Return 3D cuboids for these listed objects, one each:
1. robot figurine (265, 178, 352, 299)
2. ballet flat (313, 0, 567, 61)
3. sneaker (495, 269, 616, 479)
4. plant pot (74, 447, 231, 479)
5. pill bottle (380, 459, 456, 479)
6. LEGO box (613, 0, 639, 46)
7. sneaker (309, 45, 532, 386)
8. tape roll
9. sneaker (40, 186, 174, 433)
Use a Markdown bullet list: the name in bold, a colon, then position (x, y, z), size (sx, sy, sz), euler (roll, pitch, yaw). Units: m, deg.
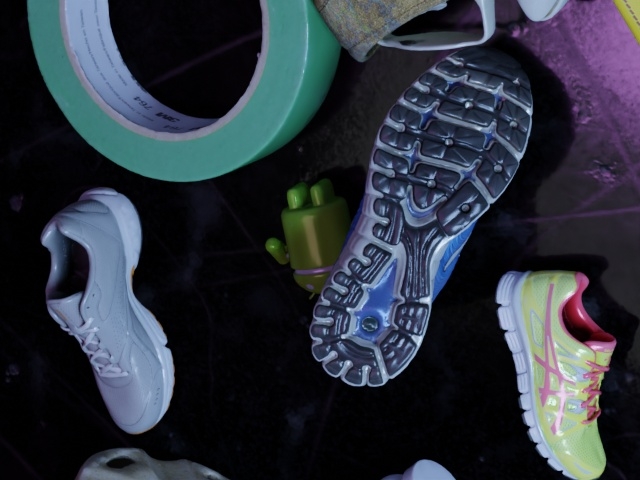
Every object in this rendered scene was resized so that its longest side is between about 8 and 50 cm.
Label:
- **robot figurine**: position (0.000, 0.000, 1.802), size (0.101, 0.067, 0.115), euler (-8, 101, 18)
- **ballet flat**: position (0.151, -0.235, 1.628), size (0.348, 0.123, 0.123), euler (-14, 97, 34)
- **sneaker**: position (0.232, 0.122, 1.705), size (0.094, 0.081, 0.208), euler (-15, 96, 29)
- **plant pot**: position (-0.193, 0.395, 1.900), size (0.334, 0.334, 0.305), euler (27, 105, 19)
- **pill bottle**: position (0.067, 0.289, 1.838), size (0.087, 0.087, 0.160), euler (49, 121, 8)
- **LEGO box**: position (0.291, -0.346, 1.367), size (0.193, 0.372, 0.500), euler (-31, 88, 32)
- **sneaker**: position (0.086, -0.030, 1.710), size (0.130, 0.147, 0.330), euler (28, 96, -2)
- **tape roll**: position (-0.136, -0.220, 1.808), size (0.321, 0.077, 0.321), euler (8, 108, 26)
- **sneaker**: position (-0.236, 0.084, 1.923), size (0.099, 0.121, 0.262), euler (-8, 100, 31)
